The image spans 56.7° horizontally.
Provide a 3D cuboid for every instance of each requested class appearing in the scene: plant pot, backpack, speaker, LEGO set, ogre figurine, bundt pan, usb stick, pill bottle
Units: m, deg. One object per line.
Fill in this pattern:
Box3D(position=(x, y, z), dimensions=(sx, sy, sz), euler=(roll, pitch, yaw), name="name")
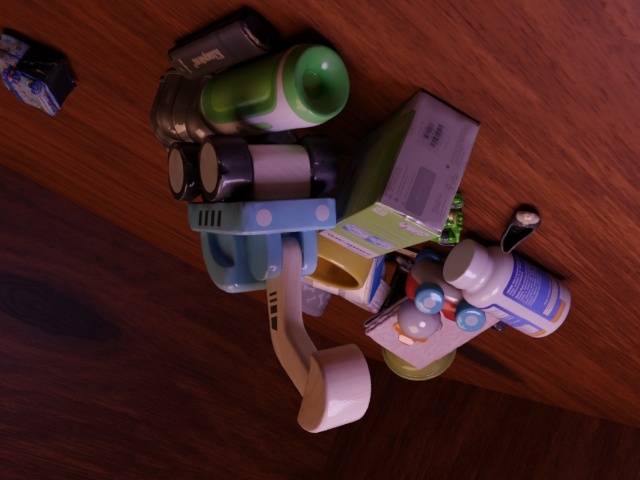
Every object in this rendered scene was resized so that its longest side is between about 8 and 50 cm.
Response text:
Box3D(position=(0.328, 0.313, 2.089), dimensions=(0.276, 0.276, 0.254), euler=(15, 151, 29), name="plant pot")
Box3D(position=(-0.685, -0.393, 1.387), dimensions=(0.173, 0.117, 0.158), euler=(27, 164, -4), name="backpack")
Box3D(position=(-0.089, -0.242, 0.994), dimensions=(0.131, 0.131, 0.296), euler=(34, 162, -35), name="speaker")
Box3D(position=(0.224, 0.064, 1.717), dimensions=(0.244, 0.060, 0.182), euler=(18, 168, 18), name="LEGO set")
Box3D(position=(0.243, -0.043, 1.273), dimensions=(0.118, 0.096, 0.197), euler=(1, 176, 11), name="ogre figurine")
Box3D(position=(0.016, -0.051, 1.283), dimensions=(0.254, 0.239, 0.254), euler=(22, 165, 6), name="plant pot")
Box3D(position=(-0.220, -0.219, 1.283), dimensions=(0.331, 0.124, 0.331), euler=(21, 165, 6), name="bundt pan")
Box3D(position=(-0.175, -0.324, 1.007), dimensions=(0.077, 0.045, 0.278), euler=(33, 162, -35), name="usb stick")
Box3D(position=(0.426, 0.104, 1.375), dimensions=(0.272, 0.152, 0.152), euler=(28, 164, -16), name="pill bottle")

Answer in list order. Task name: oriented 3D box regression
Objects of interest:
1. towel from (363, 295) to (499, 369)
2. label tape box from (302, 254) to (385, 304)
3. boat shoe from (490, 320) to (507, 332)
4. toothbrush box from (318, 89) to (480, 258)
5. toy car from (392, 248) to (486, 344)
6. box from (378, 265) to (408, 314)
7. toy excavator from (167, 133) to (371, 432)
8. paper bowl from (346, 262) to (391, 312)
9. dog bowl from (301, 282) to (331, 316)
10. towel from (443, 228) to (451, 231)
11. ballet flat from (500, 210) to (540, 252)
Box3D(position=(0.342, 0.241, 1.769), dimensions=(0.332, 0.053, 0.317), euler=(-37, 130, 21), name="towel")
Box3D(position=(0.000, 0.000, 1.519), dimensions=(0.334, 0.106, 0.240), euler=(18, 128, 16), name="label tape box")
Box3D(position=(0.510, 0.252, 1.912), dimensions=(0.075, 0.065, 0.206), euler=(34, 161, -35), name="boat shoe")
Box3D(position=(0.124, -0.098, 1.027), dimensions=(0.122, 0.206, 0.283), euler=(26, 165, -11), name="toothbrush box")
Box3D(position=(0.290, 0.186, 1.537), dimensions=(0.210, 0.238, 0.219), euler=(24, -152, -4), name="toy car")
Box3D(position=(0.277, 0.201, 1.859), dimensions=(0.191, 0.184, 0.045), euler=(34, 160, -36), name="box")
Box3D(position=(-0.073, 0.044, 0.998), dimensions=(0.222, 0.445, 0.433), euler=(-7, -173, -32), name="toy excavator")
Box3D(position=(0.082, 0.084, 1.758), dimensions=(0.284, 0.148, 0.284), euler=(33, 173, 4), name="paper bowl")
Box3D(position=(-0.099, 0.101, 1.986), dimensions=(0.349, 0.102, 0.349), euler=(39, -173, -6), name="dog bowl")
Box3D(position=(0.237, -0.043, 1.391), dimensions=(0.148, 0.027, 0.110), euler=(28, 165, -22), name="towel")
Box3D(position=(0.401, -0.018, 1.191), dimensions=(0.057, 0.049, 0.173), euler=(19, 164, 12), name="ballet flat")
